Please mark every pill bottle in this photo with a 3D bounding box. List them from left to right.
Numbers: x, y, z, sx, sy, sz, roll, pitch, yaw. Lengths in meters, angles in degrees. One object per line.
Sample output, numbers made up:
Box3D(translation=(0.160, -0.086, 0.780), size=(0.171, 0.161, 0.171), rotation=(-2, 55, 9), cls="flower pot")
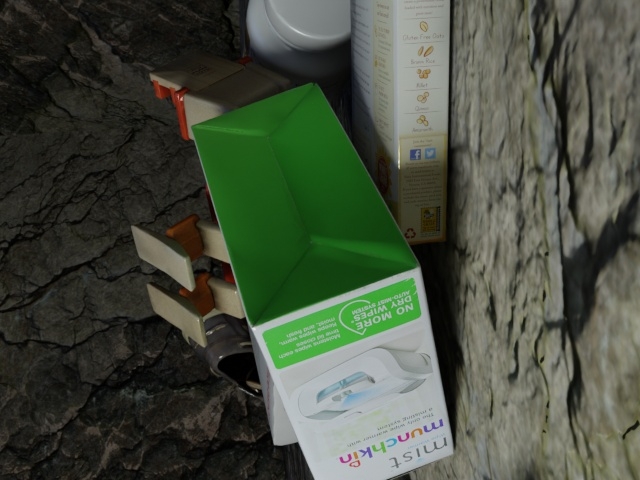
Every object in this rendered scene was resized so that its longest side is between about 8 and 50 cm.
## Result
Box3D(translation=(-0.015, -0.226, 0.847), size=(0.229, 0.131, 0.131), rotation=(147, 118, -81), cls="pill bottle")

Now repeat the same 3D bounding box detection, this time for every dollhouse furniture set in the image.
Box3D(translation=(-0.089, -0.062, 0.857), size=(0.135, 0.262, 0.259), rotation=(25, 136, 35), cls="dollhouse furniture set")

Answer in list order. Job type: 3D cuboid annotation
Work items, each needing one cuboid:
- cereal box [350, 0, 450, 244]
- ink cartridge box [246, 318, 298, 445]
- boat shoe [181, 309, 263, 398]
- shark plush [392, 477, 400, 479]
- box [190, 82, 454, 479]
Box3D(translation=(0.061, -0.136, 0.651), size=(0.173, 0.047, 0.240), rotation=(-113, 20, -67), cls="cereal box")
Box3D(translation=(-0.041, 0.115, 1.190), size=(0.226, 0.131, 0.306), rotation=(93, 163, -48), cls="ink cartridge box")
Box3D(translation=(-0.110, 0.220, 1.402), size=(0.355, 0.132, 0.130), rotation=(32, -156, -50), cls="boat shoe")
Box3D(translation=(0.063, 0.273, 0.822), size=(0.073, 0.067, 0.161), rotation=(95, 167, -53), cls="shark plush")
Box3D(translation=(0.003, 0.037, 0.672), size=(0.262, 0.127, 0.231), rotation=(-114, 6, -47), cls="box")
